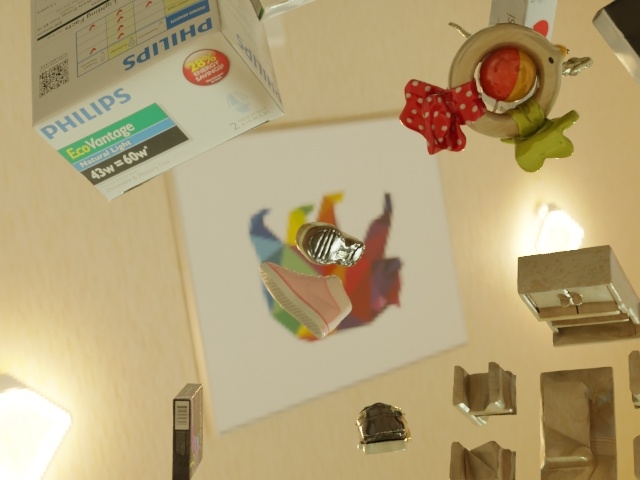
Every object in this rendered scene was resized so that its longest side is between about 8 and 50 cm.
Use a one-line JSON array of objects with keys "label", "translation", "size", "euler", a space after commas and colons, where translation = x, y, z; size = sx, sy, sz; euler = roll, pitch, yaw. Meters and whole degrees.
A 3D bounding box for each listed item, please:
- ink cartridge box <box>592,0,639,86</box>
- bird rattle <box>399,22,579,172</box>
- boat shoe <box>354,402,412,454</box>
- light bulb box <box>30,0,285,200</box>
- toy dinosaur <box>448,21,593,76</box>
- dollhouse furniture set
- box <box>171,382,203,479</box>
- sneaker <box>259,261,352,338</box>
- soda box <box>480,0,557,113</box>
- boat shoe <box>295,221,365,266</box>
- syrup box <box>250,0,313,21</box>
[{"label": "ink cartridge box", "translation": [0.528, -0.188, 1.404], "size": [0.176, 0.371, 0.069], "euler": [-35, 177, -4]}, {"label": "bird rattle", "translation": [0.249, -0.211, 1.590], "size": [0.254, 0.206, 0.143], "euler": [15, -168, -2]}, {"label": "boat shoe", "translation": [0.091, 0.269, 1.602], "size": [0.081, 0.068, 0.228], "euler": [-8, 172, 0]}, {"label": "light bulb box", "translation": [-0.284, -0.321, 1.869], "size": [0.358, 0.361, 0.225], "euler": [-24, 140, 14]}, {"label": "toy dinosaur", "translation": [0.359, -0.340, 1.931], "size": [0.268, 0.064, 0.118], "euler": [19, 173, -6]}, {"label": "dollhouse furniture set", "translation": [0.430, 0.245, 1.806], "size": [0.362, 0.394, 0.256], "euler": [-9, 151, 26]}, {"label": "box", "translation": [-0.188, 0.270, 1.569], "size": [0.029, 0.116, 0.162], "euler": [1, -179, -1]}, {"label": "sneaker", "translation": [-0.015, 0.062, 1.397], "size": [0.070, 0.051, 0.134], "euler": [-36, -124, -20]}, {"label": "soda box", "translation": [0.299, -0.298, 1.672], "size": [0.069, 0.216, 0.074], "euler": [-26, -132, -28]}, {"label": "boat shoe", "translation": [0.000, 0.000, 1.774], "size": [0.072, 0.068, 0.190], "euler": [35, -176, 27]}, {"label": "syrup box", "translation": [-0.075, -0.388, 1.296], "size": [0.096, 0.236, 0.093], "euler": [-23, -176, -5]}]
